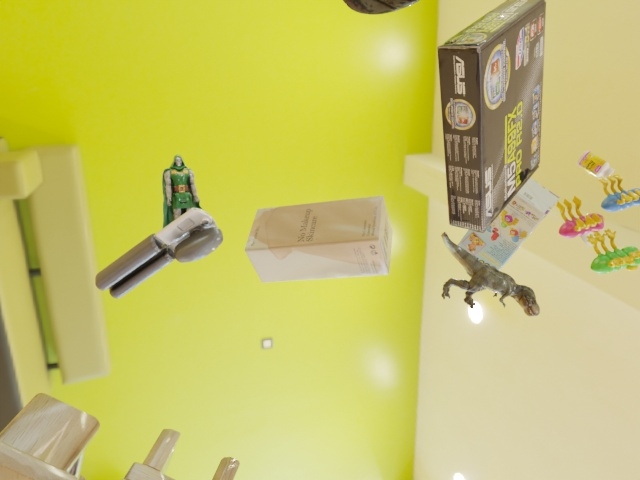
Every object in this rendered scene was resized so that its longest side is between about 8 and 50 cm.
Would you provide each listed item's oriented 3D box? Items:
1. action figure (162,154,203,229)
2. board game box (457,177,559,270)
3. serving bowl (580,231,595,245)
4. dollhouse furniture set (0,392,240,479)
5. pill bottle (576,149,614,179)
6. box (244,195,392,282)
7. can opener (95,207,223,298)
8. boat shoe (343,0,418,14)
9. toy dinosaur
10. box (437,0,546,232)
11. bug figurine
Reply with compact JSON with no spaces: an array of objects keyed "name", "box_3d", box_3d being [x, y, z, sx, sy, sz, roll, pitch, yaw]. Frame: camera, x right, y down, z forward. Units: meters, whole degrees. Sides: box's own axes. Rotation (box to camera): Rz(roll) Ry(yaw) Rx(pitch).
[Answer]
[{"name":"action figure","box_3d":[-0.357,-0.105,1.415,0.063,0.137,0.232,0,-83,65]},{"name":"board game box","box_3d":[0.531,-0.041,1.589,0.144,0.142,0.275,40,-48,15]},{"name":"serving bowl","box_3d":[0.792,-0.026,1.628,0.027,0.083,0.083,-40,-130,37]},{"name":"dollhouse furniture set","box_3d":[-0.199,0.203,0.304,0.161,0.212,0.242,-64,180,-58]},{"name":"pill bottle","box_3d":[0.699,-0.190,1.393,0.083,0.043,0.043,41,-35,23]},{"name":"box","box_3d":[0.000,0.000,1.261,0.121,0.311,0.148,68,22,-43]},{"name":"can opener","box_3d":[-0.322,0.031,1.081,0.074,0.280,0.093,48,18,-42]},{"name":"boat shoe","box_3d":[0.162,-0.438,0.775,0.324,0.122,0.120,-16,-144,42]},{"name":"toy dinosaur","box_3d":[0.317,0.085,1.120,0.118,0.268,0.064,-49,-165,33]},{"name":"box","box_3d":[0.254,-0.180,0.793,0.060,0.216,0.270,16,-48,36]},{"name":"bug figurine","box_3d":[0.563,-0.016,1.000,0.279,0.216,0.072,-105,-178,-54]}]
